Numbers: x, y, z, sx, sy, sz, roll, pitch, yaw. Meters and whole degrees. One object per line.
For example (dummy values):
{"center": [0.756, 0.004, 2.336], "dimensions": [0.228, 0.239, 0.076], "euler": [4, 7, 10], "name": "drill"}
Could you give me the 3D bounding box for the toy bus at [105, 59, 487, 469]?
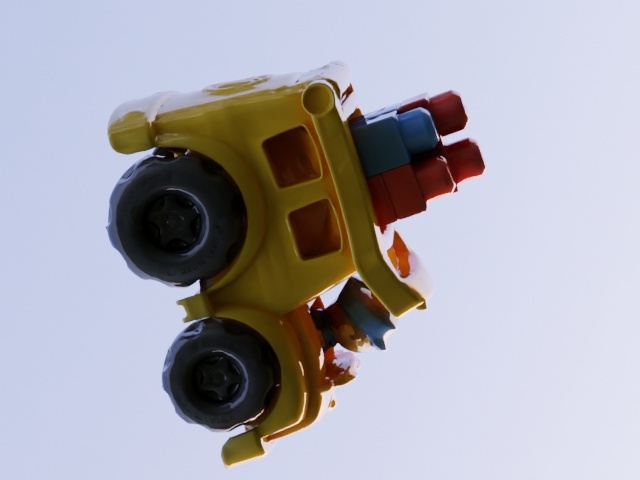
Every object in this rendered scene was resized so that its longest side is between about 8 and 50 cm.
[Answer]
{"center": [0.000, 0.000, 1.114], "dimensions": [0.149, 0.211, 0.220], "euler": [-67, -39, -78], "name": "toy bus"}
